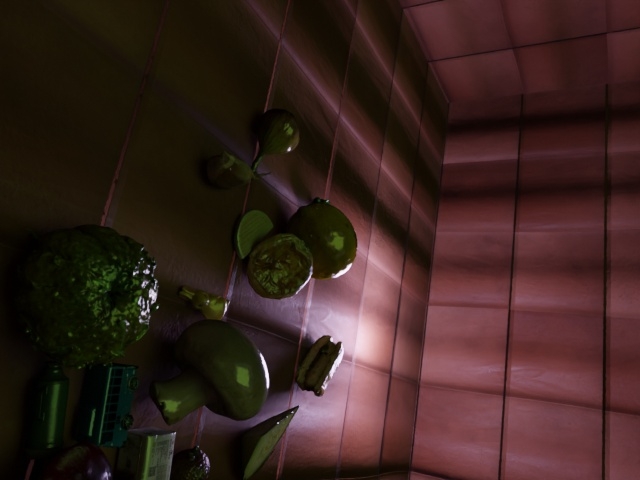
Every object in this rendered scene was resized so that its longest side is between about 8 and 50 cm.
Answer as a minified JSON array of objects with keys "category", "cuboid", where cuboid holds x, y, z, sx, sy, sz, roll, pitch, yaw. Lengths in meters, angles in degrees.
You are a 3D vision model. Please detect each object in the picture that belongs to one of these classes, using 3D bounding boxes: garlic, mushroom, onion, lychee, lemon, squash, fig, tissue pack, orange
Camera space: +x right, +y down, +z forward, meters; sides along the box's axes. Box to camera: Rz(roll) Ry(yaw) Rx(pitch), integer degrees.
[{"category":"garlic","cuboid":[-0.254,-0.202,1.602,0.198,0.129,0.090,21,56,-57]},{"category":"mushroom","cuboid":[-0.290,0.370,1.408,0.290,0.298,0.297,-38,125,-30]},{"category":"onion","cuboid":[-0.492,0.546,1.063,0.272,0.195,0.272,20,90,-81]},{"category":"lychee","cuboid":[-0.353,0.618,1.448,0.114,0.114,0.146,-27,133,-59]},{"category":"lemon","cuboid":[0.000,0.000,1.935,0.258,0.258,0.310,-57,130,-45]},{"category":"squash","cuboid":[-0.170,0.668,1.742,0.237,0.204,0.155,-9,75,-62]},{"category":"fig","cuboid":[-0.146,-0.323,1.783,0.160,0.143,0.230,103,-3,-71]},{"category":"tissue pack","cuboid":[-0.430,0.541,1.316,0.106,0.099,0.148,26,68,-61]},{"category":"orange","cuboid":[-0.473,0.116,1.113,0.300,0.223,0.301,35,60,-50]}]

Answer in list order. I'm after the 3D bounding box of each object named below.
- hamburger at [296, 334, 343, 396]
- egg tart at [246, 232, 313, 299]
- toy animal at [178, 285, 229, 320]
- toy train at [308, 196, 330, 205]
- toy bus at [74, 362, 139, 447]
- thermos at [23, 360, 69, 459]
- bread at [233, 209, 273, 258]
[{"category":"hamburger","cuboid":[-0.003,0.491,2.094,0.262,0.124,0.130,-53,154,-41]},{"category":"egg tart","cuboid":[-0.138,0.081,1.795,0.241,0.106,0.241,-8,112,-21]},{"category":"toy animal","cuboid":[-0.336,0.177,1.526,0.159,0.070,0.083,42,56,-48]},{"category":"toy train","cuboid":[0.015,-0.055,2.153,0.119,0.085,0.251,-56,135,-37]},{"category":"toy bus","cuboid":[-0.487,0.374,1.223,0.106,0.090,0.184,25,67,-59]},{"category":"thermos","cuboid":[-0.563,0.343,1.102,0.083,0.073,0.187,15,75,-60]},{"category":"bread","cuboid":[-0.231,-0.038,1.744,0.193,0.036,0.112,-52,129,-43]}]
